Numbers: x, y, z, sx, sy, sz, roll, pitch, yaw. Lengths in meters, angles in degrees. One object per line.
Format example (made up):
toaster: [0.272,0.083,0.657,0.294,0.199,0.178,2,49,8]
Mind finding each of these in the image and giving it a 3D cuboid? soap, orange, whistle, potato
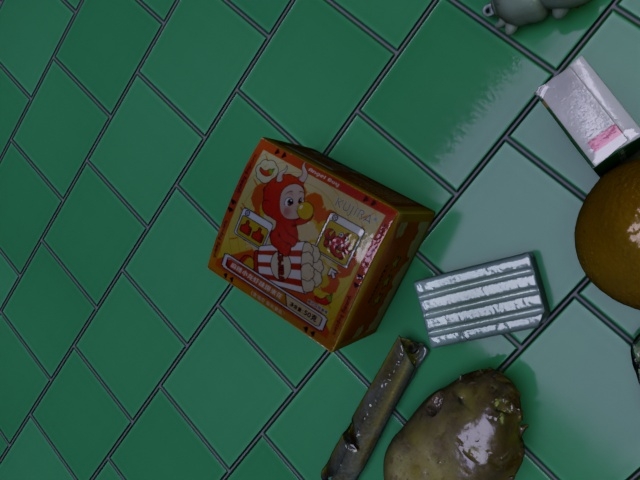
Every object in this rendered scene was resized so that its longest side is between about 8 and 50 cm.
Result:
soap: [0.267,0.099,1.039,0.197,0.066,0.119,-17,85,27]
orange: [0.458,-0.009,0.843,0.236,0.236,0.237,1,92,27]
whistle: [0.096,0.317,1.140,0.067,0.057,0.327,21,105,-20]
whistle: [0.364,-0.400,0.952,0.253,0.106,0.102,-16,122,38]
potato: [0.227,0.343,1.028,0.191,0.141,0.296,44,111,37]

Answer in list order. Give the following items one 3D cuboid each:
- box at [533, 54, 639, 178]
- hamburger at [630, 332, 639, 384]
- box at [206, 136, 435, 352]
box: [0.390,-0.167,0.894,0.081,0.199,0.135,-38,73,25]
hamburger: [0.539,0.202,0.865,0.235,0.125,0.214,-40,72,11]
box: [0.000,0.000,1.094,0.283,0.213,0.260,30,103,24]
